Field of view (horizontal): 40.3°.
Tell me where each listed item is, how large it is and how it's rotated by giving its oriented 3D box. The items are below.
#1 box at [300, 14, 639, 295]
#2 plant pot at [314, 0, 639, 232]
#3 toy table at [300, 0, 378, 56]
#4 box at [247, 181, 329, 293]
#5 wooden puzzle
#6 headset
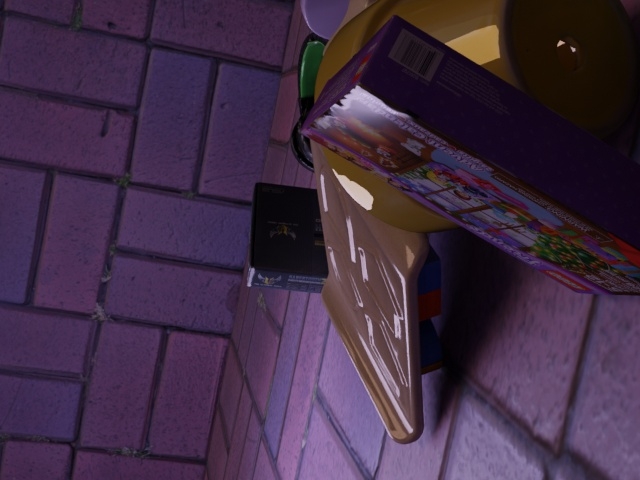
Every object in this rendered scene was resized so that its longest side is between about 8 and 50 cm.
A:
[{"bbox_3d":[0.139,-0.048,0.667,0.057,0.293,0.201,-62,9,-7],"label":"box"},{"bbox_3d":[0.159,-0.146,0.838,0.239,0.254,0.254,-14,65,59],"label":"plant pot"},{"bbox_3d":[0.107,-0.364,1.272,0.274,0.252,0.161,-39,40,20],"label":"toy table"},{"bbox_3d":[0.000,0.000,1.424,0.059,0.233,0.183,105,169,-50],"label":"box"},{"bbox_3d":[0.077,0.040,1.134,0.322,0.080,0.348,-119,20,-45],"label":"wooden puzzle"},{"bbox_3d":[0.010,-0.179,1.592,0.243,0.185,0.394,-167,65,-69],"label":"headset"}]
